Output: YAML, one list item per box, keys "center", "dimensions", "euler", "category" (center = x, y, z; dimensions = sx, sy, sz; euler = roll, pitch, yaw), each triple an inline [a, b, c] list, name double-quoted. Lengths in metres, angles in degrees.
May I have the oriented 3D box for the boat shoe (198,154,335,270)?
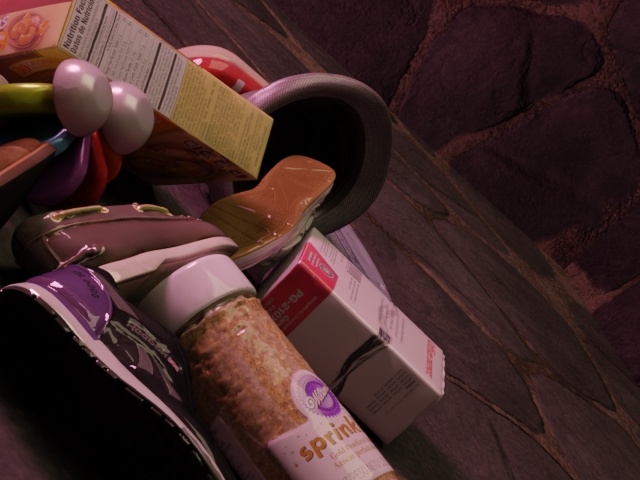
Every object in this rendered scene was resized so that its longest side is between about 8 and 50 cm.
- center: [-0.070, -0.010, 1.685]
  dimensions: [0.098, 0.096, 0.277]
  euler: [28, 36, 19]
  category: "boat shoe"

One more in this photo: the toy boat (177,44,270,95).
- center: [-0.146, -0.160, 1.909]
  dimensions: [0.231, 0.151, 0.151]
  euler: [38, 45, -32]
  category: "toy boat"

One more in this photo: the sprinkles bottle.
- center: [-0.031, 0.180, 1.262]
  dimensions: [0.355, 0.121, 0.121]
  euler: [51, 14, 16]
  category: "sprinkles bottle"

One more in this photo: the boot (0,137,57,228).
- center: [-0.310, -0.050, 1.140]
  dimensions: [0.115, 0.112, 0.305]
  euler: [35, 16, -2]
  category: "boot"

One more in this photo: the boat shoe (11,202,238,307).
- center: [-0.181, 0.011, 1.318]
  dimensions: [0.097, 0.116, 0.324]
  euler: [52, 20, 9]
  category: "boat shoe"

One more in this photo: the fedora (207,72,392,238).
- center: [-0.050, -0.122, 1.839]
  dimensions: [0.275, 0.244, 0.124]
  euler: [-17, 33, -29]
  category: "fedora"

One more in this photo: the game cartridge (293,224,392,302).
- center: [0.000, 0.000, 2.006]
  dimensions: [0.196, 0.060, 0.294]
  euler: [30, 21, -40]
  category: "game cartridge"

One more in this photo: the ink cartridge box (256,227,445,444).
- center: [0.036, 0.115, 1.684]
  dimensions: [0.237, 0.100, 0.172]
  euler: [44, 14, -6]
  category: "ink cartridge box"

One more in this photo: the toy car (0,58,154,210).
- center: [-0.264, -0.098, 1.368]
  dimensions: [0.182, 0.159, 0.136]
  euler: [23, 66, -66]
  category: "toy car"

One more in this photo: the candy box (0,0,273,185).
- center: [-0.225, -0.165, 1.534]
  dimensions: [0.183, 0.088, 0.316]
  euler: [-2, -24, 41]
  category: "candy box"

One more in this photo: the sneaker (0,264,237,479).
- center: [-0.128, 0.126, 1.082]
  dimensions: [0.283, 0.107, 0.124]
  euler: [49, 34, 9]
  category: "sneaker"
